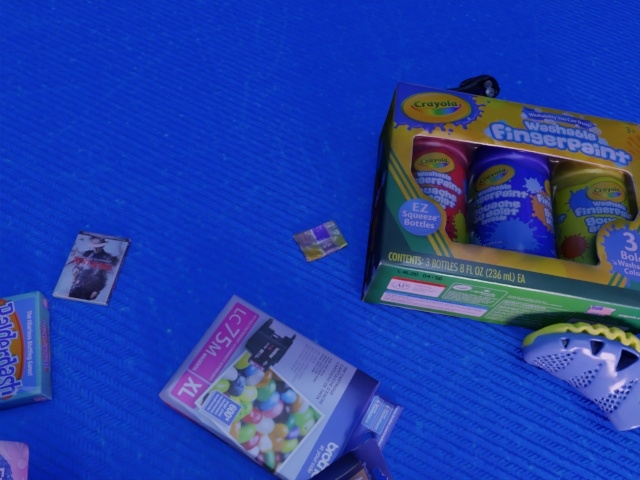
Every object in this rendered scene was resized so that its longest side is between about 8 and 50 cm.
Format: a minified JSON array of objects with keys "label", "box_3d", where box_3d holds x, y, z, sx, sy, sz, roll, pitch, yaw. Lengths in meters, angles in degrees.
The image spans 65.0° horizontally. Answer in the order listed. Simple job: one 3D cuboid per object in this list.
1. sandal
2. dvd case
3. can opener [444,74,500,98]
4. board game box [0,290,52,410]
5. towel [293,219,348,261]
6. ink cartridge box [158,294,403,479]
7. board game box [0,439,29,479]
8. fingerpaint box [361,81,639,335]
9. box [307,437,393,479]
[{"label":"sandal","box_3d":[0.461,0.221,0.758,0.318,0.126,0.138,19,65,6]},{"label":"dvd case","box_3d":[-0.372,0.044,0.821,0.087,0.013,0.119,10,60,-1]},{"label":"can opener","box_3d":[0.297,-0.305,1.066,0.186,0.073,0.059,-23,105,-14]},{"label":"board game box","box_3d":[-0.504,0.172,0.718,0.211,0.047,0.160,-11,63,-13]},{"label":"towel","box_3d":[0.000,0.000,0.887,0.083,0.009,0.060,-20,65,-16]},{"label":"ink cartridge box","box_3d":[-0.049,0.233,0.729,0.311,0.065,0.185,30,63,8]},{"label":"board game box","box_3d":[-0.408,0.391,0.451,0.319,0.066,0.317,-27,56,16]},{"label":"fingerpaint box","box_3d":[0.318,-0.054,0.863,0.446,0.163,0.370,10,61,-1]},{"label":"box","box_3d":[0.007,0.367,0.636,0.225,0.037,0.136,-28,104,-20]}]
